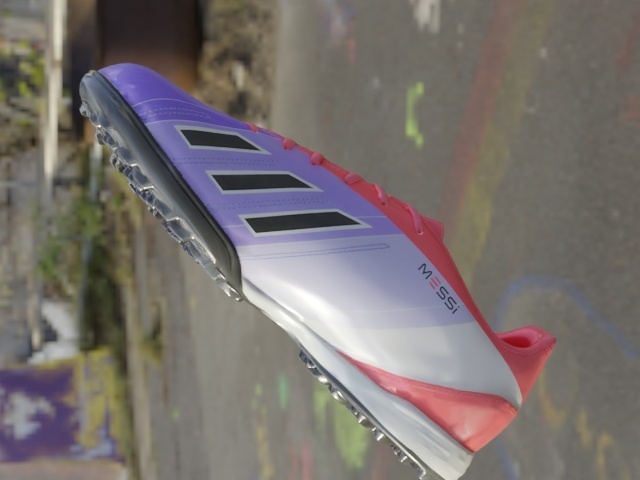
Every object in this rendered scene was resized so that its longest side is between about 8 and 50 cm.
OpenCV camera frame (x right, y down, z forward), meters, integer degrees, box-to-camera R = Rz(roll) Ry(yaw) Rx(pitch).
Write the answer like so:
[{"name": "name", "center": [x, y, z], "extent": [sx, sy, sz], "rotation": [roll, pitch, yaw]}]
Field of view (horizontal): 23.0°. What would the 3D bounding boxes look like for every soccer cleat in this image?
[{"name": "soccer cleat", "center": [0.000, 0.000, 0.886], "extent": [0.116, 0.318, 0.108], "rotation": [-45, 18, -3]}]
